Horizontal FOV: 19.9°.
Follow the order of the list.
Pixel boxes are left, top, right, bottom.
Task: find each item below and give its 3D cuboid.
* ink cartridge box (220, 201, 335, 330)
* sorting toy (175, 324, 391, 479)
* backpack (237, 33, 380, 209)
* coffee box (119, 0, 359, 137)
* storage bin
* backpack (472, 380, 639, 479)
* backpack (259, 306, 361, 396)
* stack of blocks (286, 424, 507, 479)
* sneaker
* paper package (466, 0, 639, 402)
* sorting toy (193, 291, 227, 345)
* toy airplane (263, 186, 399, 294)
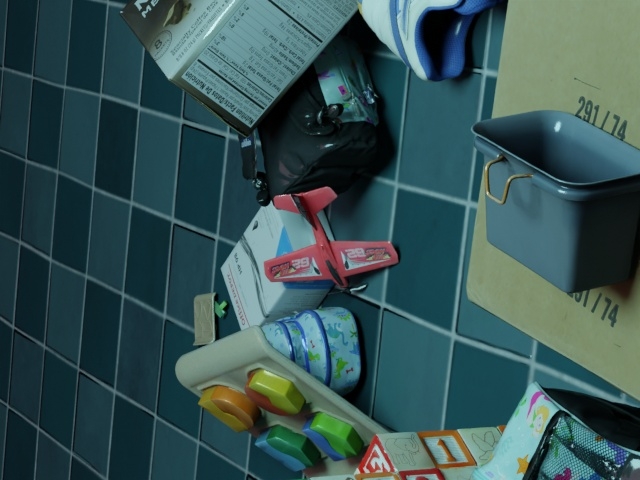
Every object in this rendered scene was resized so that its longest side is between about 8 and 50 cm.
[{"bbox_3d":[-0.050,0.041,1.976,0.180,0.060,0.104,-55,45,44],"label":"ink cartridge box"},{"bbox_3d":[-0.037,0.179,1.850,0.193,0.208,0.038,-25,27,57],"label":"sorting toy"},{"bbox_3d":[-0.011,-0.135,1.861,0.152,0.115,0.182,-39,54,36],"label":"backpack"},{"bbox_3d":[-0.043,-0.272,1.785,0.297,0.119,0.168,-48,38,9],"label":"coffee box"},{"bbox_3d":[0.162,-0.024,1.272,0.135,0.098,0.091,36,132,54],"label":"storage bin"},{"bbox_3d":[0.227,0.215,1.327,0.191,0.225,0.253,-57,25,5],"label":"backpack"},{"bbox_3d":[-0.013,0.123,1.891,0.114,0.084,0.105,-27,69,53],"label":"backpack"},{"bbox_3d":[0.082,0.250,1.517,0.171,0.297,0.087,60,138,39],"label":"stack of blocks"},{"bbox_3d":[0.135,-0.274,1.643,0.131,0.112,0.296,57,146,32],"label":"sneaker"},{"bbox_3d":[0.272,-0.043,1.329,0.325,0.168,0.309,29,116,55],"label":"paper package"},{"bbox_3d":[-0.130,0.093,2.157,0.083,0.012,0.062,-11,75,62],"label":"sorting toy"},{"bbox_3d":[0.000,0.000,1.835,0.151,0.151,0.028,-54,14,45],"label":"toy airplane"}]
